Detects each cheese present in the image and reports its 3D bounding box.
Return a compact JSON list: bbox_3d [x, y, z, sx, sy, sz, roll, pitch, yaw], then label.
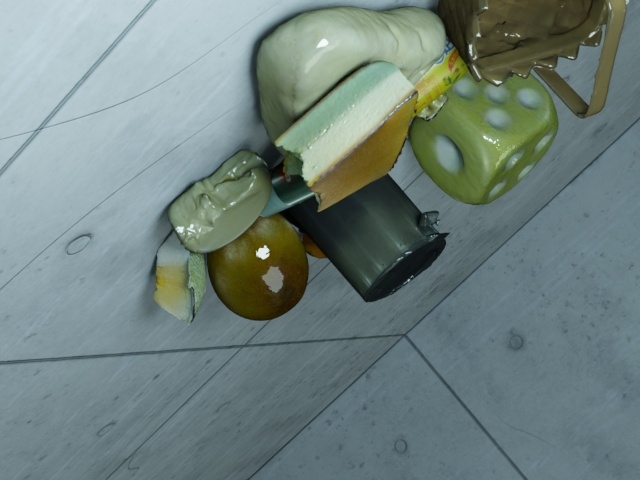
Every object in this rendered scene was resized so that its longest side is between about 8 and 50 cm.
[{"bbox_3d":[0.052,-0.295,1.642,0.351,0.129,0.328,-36,164,-5],"label":"cheese"},{"bbox_3d":[-0.167,-0.070,1.824,0.202,0.091,0.175,-44,161,8],"label":"cheese"}]

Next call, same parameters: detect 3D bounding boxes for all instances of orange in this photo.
[{"bbox_3d":[-0.001,0.000,2.338,0.083,0.083,0.083,-35,162,-14],"label":"orange"}]

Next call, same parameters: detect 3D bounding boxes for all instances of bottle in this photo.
[{"bbox_3d":[-0.011,-0.122,1.855,0.286,0.082,0.082,-24,175,38],"label":"bottle"}]

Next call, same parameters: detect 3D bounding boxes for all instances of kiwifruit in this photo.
[{"bbox_3d":[-0.120,0.042,2.011,0.196,0.196,0.234,-32,139,-22],"label":"kiwifruit"}]

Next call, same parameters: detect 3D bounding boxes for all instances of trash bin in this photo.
[{"bbox_3d":[0.070,-0.046,2.005,0.203,0.301,0.252,-13,148,-55],"label":"trash bin"}]

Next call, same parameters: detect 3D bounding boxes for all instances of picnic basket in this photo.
[{"bbox_3d":[0.363,-0.374,1.688,0.291,0.321,0.254,-22,143,-17],"label":"picnic basket"}]

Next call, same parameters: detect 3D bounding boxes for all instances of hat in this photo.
[{"bbox_3d":[0.211,-0.289,2.104,0.077,0.059,0.076,-50,144,14],"label":"hat"}]

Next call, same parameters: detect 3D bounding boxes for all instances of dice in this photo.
[{"bbox_3d":[0.351,-0.235,2.243,0.233,0.227,0.238,-33,160,-26],"label":"dice"}]

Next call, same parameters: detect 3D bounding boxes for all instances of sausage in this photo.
[{"bbox_3d":[0.143,-0.279,1.880,0.347,0.123,0.123,-39,162,0],"label":"sausage"}]

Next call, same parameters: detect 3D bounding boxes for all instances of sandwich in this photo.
[{"bbox_3d":[0.033,-0.156,1.576,0.186,0.108,0.220,-29,159,-24],"label":"sandwich"}]

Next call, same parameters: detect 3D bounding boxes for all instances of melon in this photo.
[{"bbox_3d":[-0.259,0.045,1.961,0.139,0.093,0.202,-60,156,-57],"label":"melon"}]

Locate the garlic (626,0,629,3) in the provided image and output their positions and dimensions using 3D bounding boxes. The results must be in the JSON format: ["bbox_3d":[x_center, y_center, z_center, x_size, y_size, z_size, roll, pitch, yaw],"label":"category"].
[{"bbox_3d":[0.488,-0.507,1.865,0.199,0.226,0.199,-30,157,-14],"label":"garlic"}]
